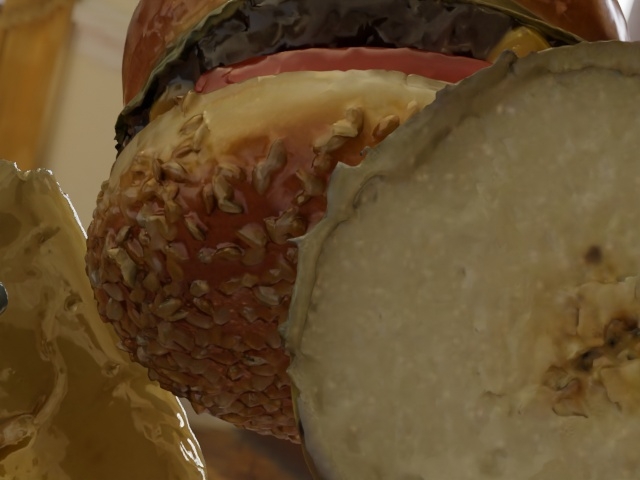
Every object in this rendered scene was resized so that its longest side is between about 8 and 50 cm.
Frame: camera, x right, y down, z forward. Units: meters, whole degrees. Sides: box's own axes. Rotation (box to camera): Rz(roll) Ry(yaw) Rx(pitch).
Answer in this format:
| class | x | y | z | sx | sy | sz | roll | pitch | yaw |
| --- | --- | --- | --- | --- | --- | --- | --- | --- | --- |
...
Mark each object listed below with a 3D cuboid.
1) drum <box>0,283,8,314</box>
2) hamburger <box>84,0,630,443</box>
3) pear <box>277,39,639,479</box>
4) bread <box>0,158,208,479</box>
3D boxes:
| class | x | y | z | sx | sy | sz | roll | pitch | yaw |
| --- | --- | --- | --- | --- | --- | --- | --- | --- | --- |
| drum | -0.225 | 0.076 | 0.877 | 0.049 | 0.130 | 0.253 | 42 | 55 | 1 |
| hamburger | 0.030 | -0.026 | 1.092 | 0.330 | 0.330 | 0.250 | 12 | 50 | -17 |
| pear | 0.123 | 0.038 | 0.799 | 0.267 | 0.267 | 0.178 | 16 | 5 | 5 |
| bread | -0.282 | 0.183 | 1.426 | 0.250 | 0.361 | 0.394 | -10 | 67 | -46 |
